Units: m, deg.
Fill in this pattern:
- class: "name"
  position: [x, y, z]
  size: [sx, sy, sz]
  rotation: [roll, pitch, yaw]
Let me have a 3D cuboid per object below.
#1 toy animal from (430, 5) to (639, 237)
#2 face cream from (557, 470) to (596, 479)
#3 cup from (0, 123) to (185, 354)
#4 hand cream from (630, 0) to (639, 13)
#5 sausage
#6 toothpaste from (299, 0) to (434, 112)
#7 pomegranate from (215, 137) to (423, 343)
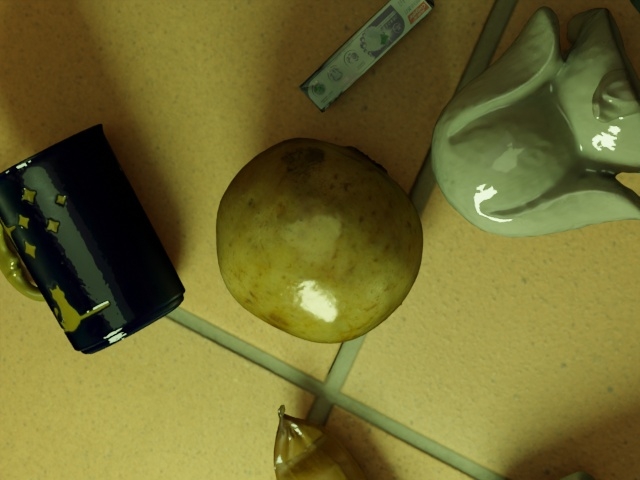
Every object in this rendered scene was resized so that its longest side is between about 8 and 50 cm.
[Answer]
- class: "toy animal"
  position: [0.254, -0.123, 1.877]
  size: [0.265, 0.206, 0.271]
  rotation: [-22, 97, 14]
- class: "face cream"
  position: [0.278, 0.408, 1.973]
  size: [0.187, 0.201, 0.201]
  rotation: [-27, 93, 18]
- class: "cup"
  position: [-0.313, 0.006, 2.103]
  size: [0.178, 0.255, 0.256]
  rotation: [-29, 96, -19]
- class: "hand cream"
  position: [0.476, -0.193, 1.868]
  size: [0.070, 0.111, 0.312]
  rotation: [-43, 92, -6]
- class: "sausage"
  position: [0.027, 0.356, 2.082]
  size: [0.112, 0.112, 0.328]
  rotation: [-31, 90, 18]
- class: "toothpaste"
  position: [0.057, -0.240, 1.991]
  size: [0.196, 0.040, 0.047]
  rotation: [-43, 92, 19]
- class: "pomegranate"
  position: [0.000, 0.000, 1.951]
  size: [0.260, 0.260, 0.260]
  rotation: [3, 101, 15]
